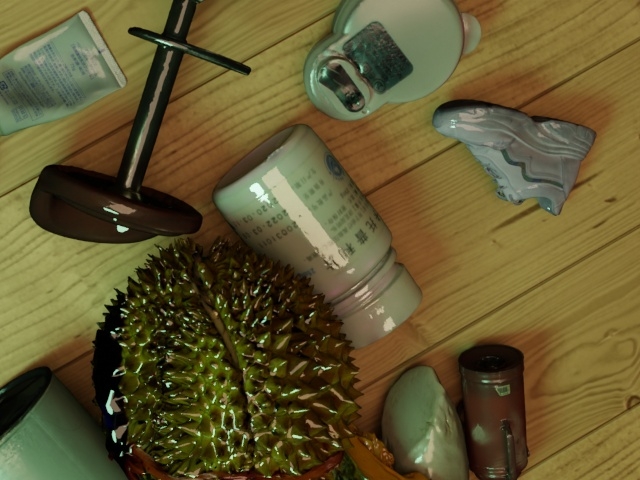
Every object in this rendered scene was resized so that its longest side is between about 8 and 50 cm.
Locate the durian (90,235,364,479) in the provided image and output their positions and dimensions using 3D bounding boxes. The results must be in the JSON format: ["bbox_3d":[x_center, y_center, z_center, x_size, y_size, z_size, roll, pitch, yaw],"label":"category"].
[{"bbox_3d":[-0.118,0.192,1.477,0.348,0.347,0.384,-12,122,-8],"label":"durian"}]

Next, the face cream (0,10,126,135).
[{"bbox_3d":[-0.378,-0.202,1.550,0.224,0.070,0.114,-33,107,-16],"label":"face cream"}]

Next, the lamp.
[{"bbox_3d":[0.085,-0.264,1.592,0.246,0.108,0.179,-37,107,5],"label":"lamp"}]

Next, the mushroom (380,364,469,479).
[{"bbox_3d":[0.152,0.356,1.699,0.128,0.128,0.350,-5,103,-10],"label":"mushroom"}]

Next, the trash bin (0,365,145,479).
[{"bbox_3d":[-0.356,0.333,1.548,0.262,0.277,0.217,53,45,-17],"label":"trash bin"}]

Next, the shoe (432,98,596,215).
[{"bbox_3d":[0.264,-0.119,1.655,0.245,0.095,0.137,11,95,-18],"label":"shoe"}]

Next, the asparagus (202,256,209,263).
[{"bbox_3d":[-0.180,0.039,1.637,0.108,0.021,0.025,-19,101,-7],"label":"asparagus"}]

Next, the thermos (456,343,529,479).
[{"bbox_3d":[0.256,0.276,1.707,0.099,0.124,0.232,-10,109,-11],"label":"thermos"}]

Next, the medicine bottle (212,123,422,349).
[{"bbox_3d":[0.000,0.000,1.588,0.170,0.170,0.293,-37,103,-3],"label":"medicine bottle"}]

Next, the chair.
[{"bbox_3d":[-0.217,-0.163,1.495,0.227,0.226,0.400,18,97,-13],"label":"chair"}]

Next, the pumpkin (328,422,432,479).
[{"bbox_3d":[0.035,0.343,1.620,0.278,0.111,0.163,44,117,17],"label":"pumpkin"}]
